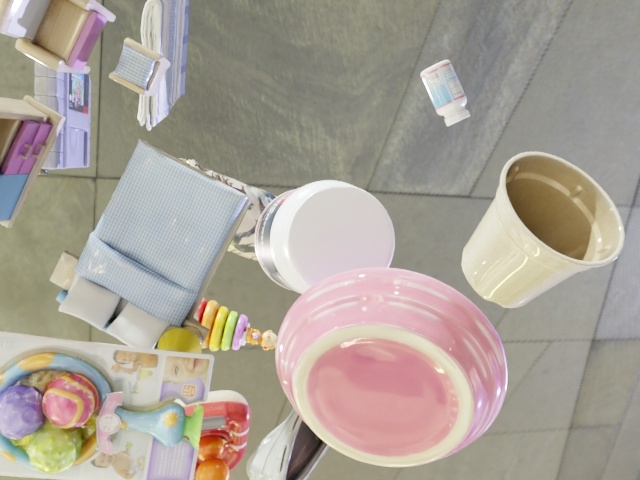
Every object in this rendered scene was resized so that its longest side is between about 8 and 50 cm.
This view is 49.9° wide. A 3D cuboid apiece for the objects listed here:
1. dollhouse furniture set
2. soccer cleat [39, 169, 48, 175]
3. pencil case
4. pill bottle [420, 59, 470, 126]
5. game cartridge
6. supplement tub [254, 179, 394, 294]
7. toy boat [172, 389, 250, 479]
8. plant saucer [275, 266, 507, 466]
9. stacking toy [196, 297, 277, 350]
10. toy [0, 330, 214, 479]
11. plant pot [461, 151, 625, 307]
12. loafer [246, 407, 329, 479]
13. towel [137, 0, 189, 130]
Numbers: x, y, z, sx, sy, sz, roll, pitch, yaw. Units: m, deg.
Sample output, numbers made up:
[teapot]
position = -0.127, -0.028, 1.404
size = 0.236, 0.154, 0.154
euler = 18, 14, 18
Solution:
[dollhouse furniture set]
position = -0.198, -0.049, 0.631
size = 0.303, 0.198, 0.287
euler = 30, 99, 1
[soccer cleat]
position = -0.790, -0.200, 1.770
size = 0.060, 0.072, 0.179
euler = -11, 150, 41
[pencil case]
position = -0.149, -0.050, 1.543
size = 0.410, 0.184, 0.160
euler = 19, 140, -18
[pill bottle]
position = 0.334, -0.389, 1.823
size = 0.087, 0.087, 0.160
euler = -24, 94, 8
[game cartridge]
position = -0.569, -0.277, 1.543
size = 0.068, 0.355, 0.230
euler = 7, 96, -9
[supplement tub]
position = 0.000, 0.000, 1.146
size = 0.191, 0.191, 0.272
euler = 0, 180, -14
[toy boat]
position = -0.200, 0.383, 1.250
size = 0.150, 0.151, 0.231
euler = -4, 142, -13
[plant saucer]
position = 0.091, 0.198, 0.964
size = 0.331, 0.084, 0.332
euler = 7, 120, 12
[stacking toy]
position = -0.268, 0.262, 1.989
size = 0.301, 0.175, 0.166
euler = 14, 139, -1
[toy]
position = -0.221, 0.161, 0.615
size = 0.237, 0.056, 0.137
euler = 9, 97, -18
[plant pot]
position = 0.520, 0.002, 1.729
size = 0.333, 0.334, 0.305
euler = 5, 144, -22
[loafer]
position = -0.001, 0.324, 1.243
size = 0.111, 0.319, 0.112
euler = 0, 135, 51
[towel]
position = -0.272, -0.326, 1.207
size = 0.034, 0.285, 0.209
euler = 7, 112, -4
